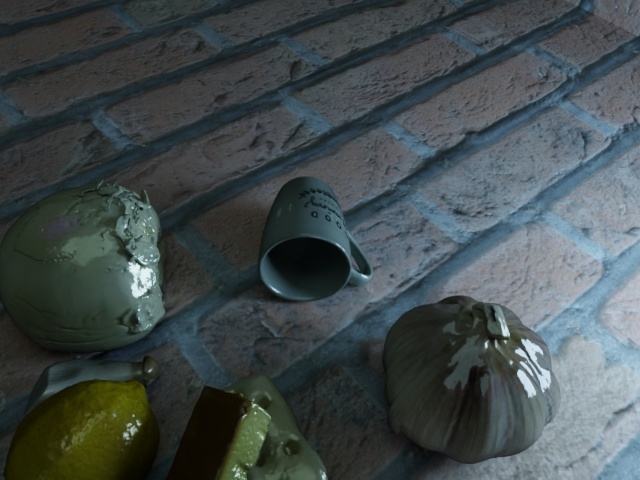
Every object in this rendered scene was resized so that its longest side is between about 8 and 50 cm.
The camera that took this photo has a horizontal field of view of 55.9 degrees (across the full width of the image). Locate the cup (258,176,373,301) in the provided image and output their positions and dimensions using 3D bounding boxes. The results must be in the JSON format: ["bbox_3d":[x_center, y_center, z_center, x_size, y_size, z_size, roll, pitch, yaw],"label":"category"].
[{"bbox_3d":[0.000,0.000,1.292,0.258,0.186,0.234,27,36,-21],"label":"cup"}]

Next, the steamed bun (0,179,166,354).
[{"bbox_3d":[-0.457,0.036,1.159,0.311,0.233,0.334,-9,49,-14],"label":"steamed bun"}]

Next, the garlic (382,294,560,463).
[{"bbox_3d":[0.266,0.239,1.067,0.321,0.241,0.322,0,70,1],"label":"garlic"}]

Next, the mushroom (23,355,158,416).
[{"bbox_3d":[-0.403,0.257,1.071,0.225,0.093,0.116,-2,2,-31],"label":"mushroom"}]

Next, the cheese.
[{"bbox_3d":[-0.098,0.353,1.008,0.159,0.093,0.263,-23,54,-20],"label":"cheese"}]

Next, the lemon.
[{"bbox_3d":[-0.365,0.329,0.934,0.204,0.204,0.260,30,59,20],"label":"lemon"}]

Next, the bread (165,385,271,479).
[{"bbox_3d":[-0.182,0.398,0.875,0.138,0.077,0.362,-10,53,48],"label":"bread"}]
